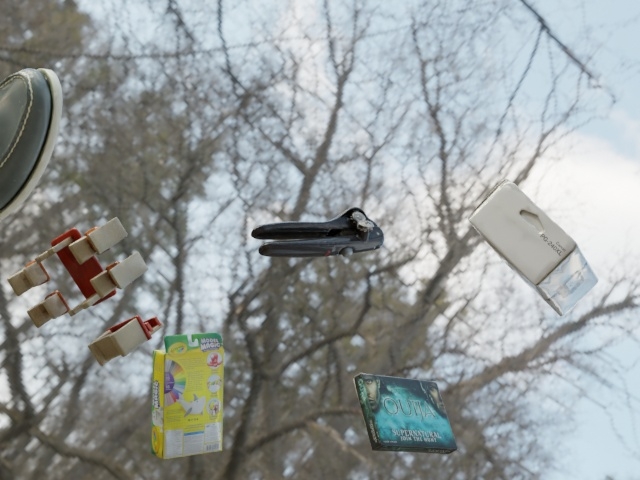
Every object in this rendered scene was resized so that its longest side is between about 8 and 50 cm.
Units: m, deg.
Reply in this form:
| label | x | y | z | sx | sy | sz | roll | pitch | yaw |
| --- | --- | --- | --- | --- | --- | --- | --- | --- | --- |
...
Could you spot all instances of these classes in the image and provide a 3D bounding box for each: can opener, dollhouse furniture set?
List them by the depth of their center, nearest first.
| label | x | y | z | sx | sy | sz | roll | pitch | yaw |
| --- | --- | --- | --- | --- | --- | --- | --- | --- | --- |
| can opener | 0.000 | 0.000 | 1.248 | 0.059 | 0.186 | 0.073 | 51 | -52 | 32 |
| dollhouse furniture set | -0.430 | 0.098 | 2.027 | 0.262 | 0.135 | 0.259 | -24 | -80 | 36 |

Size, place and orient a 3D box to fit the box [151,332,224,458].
| label | x | y | z | sx | sy | sz | roll | pitch | yaw |
| --- | --- | --- | --- | --- | --- | --- | --- | --- | --- |
| box | -0.197 | 0.226 | 1.550 | 0.043 | 0.105 | 0.179 | 7 | -85 | 52 |

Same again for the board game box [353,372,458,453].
| label | x | y | z | sx | sy | sz | roll | pitch | yaw |
| --- | --- | --- | --- | --- | --- | --- | --- | --- | --- |
| board game box | 0.140 | 0.285 | 1.717 | 0.026 | 0.186 | 0.126 | -38 | -125 | 35 |

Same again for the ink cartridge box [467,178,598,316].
| label | x | y | z | sx | sy | sz | roll | pitch | yaw |
| --- | --- | --- | --- | --- | --- | --- | --- | --- | --- |
| ink cartridge box | 0.230 | 0.010 | 1.126 | 0.109 | 0.063 | 0.150 | 48 | 6 | 28 |

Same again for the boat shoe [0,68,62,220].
| label | x | y | z | sx | sy | sz | roll | pitch | yaw |
| --- | --- | --- | --- | --- | --- | --- | --- | --- | --- |
| boat shoe | -0.397 | -0.070 | 1.132 | 0.319 | 0.099 | 0.116 | -42 | -123 | 24 |
